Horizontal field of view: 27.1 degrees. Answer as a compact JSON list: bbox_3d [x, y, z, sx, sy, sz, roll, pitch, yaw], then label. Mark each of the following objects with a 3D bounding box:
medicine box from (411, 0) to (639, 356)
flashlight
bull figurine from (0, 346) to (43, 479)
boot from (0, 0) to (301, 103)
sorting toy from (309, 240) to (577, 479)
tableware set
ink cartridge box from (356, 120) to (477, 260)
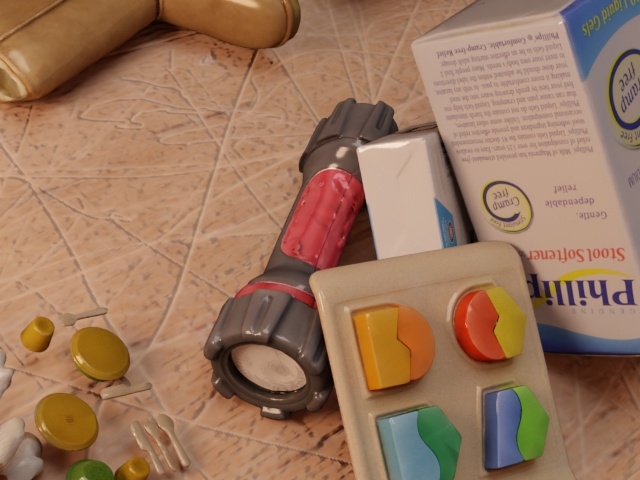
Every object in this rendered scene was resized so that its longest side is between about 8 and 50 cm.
[{"bbox_3d":[0.246,-0.092,1.105,0.149,0.289,0.263,-2,26,45],"label":"medicine box"},{"bbox_3d":[0.000,0.000,1.075,0.103,0.103,0.304,4,45,20],"label":"flashlight"},{"bbox_3d":[-0.333,0.105,0.879,0.310,0.101,0.188,37,41,12],"label":"bull figurine"},{"bbox_3d":[-0.186,-0.196,1.234,0.236,0.089,0.269,27,44,24],"label":"boot"},{"bbox_3d":[0.099,0.107,0.983,0.193,0.038,0.208,-9,79,-33],"label":"sorting toy"},{"bbox_3d":[-0.168,0.119,0.957,0.104,0.024,0.154,-10,59,-45],"label":"tableware set"},{"bbox_3d":[0.096,-0.045,1.124,0.060,0.104,0.180,-8,8,23],"label":"ink cartridge box"}]
